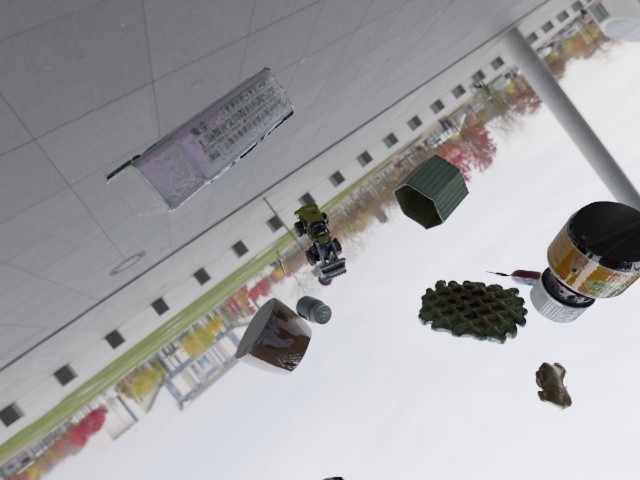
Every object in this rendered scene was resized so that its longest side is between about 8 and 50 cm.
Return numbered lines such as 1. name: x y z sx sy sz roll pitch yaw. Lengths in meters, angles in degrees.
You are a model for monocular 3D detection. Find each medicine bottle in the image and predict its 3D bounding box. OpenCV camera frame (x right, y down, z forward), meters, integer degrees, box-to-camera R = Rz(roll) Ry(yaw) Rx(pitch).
1. medicine bottle: 0.804 0.090 1.252 0.242 0.242 0.395 -38 147 -24
2. medicine bottle: -0.022 0.233 1.370 0.080 0.080 0.130 -38 -160 -20

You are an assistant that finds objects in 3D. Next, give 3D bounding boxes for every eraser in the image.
1. eraser: -0.173 -0.151 0.632 0.130 0.086 0.287 -4 -143 46

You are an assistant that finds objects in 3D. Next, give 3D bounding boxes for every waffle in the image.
1. waffle: 0.456 0.207 1.250 0.308 0.056 0.292 6 -151 26

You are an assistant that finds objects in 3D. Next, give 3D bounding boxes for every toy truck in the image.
1. toy truck: 0.000 0.000 1.490 0.136 0.286 0.111 -21 165 -17

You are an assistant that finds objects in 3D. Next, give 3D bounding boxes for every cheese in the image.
1. cheese: 0.787 0.144 1.637 0.244 0.062 0.155 7 179 4

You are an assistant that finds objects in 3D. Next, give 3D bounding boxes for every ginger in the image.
1. ginger: 0.851 0.515 1.515 0.074 0.137 0.213 -52 -175 48

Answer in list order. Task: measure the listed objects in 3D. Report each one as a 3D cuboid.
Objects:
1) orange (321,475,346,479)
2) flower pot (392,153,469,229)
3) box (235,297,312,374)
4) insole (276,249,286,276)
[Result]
1. orange: 0.058 0.984 1.485 0.234 0.234 0.182 -38 145 -24
2. flower pot: 0.427 -0.185 1.599 0.189 0.239 0.209 -44 -145 -19
3. box: -0.185 0.410 1.716 0.301 0.216 0.301 -54 -167 18
4. insole: -0.167 0.097 1.765 0.007 0.109 0.322 -22 -173 -5
